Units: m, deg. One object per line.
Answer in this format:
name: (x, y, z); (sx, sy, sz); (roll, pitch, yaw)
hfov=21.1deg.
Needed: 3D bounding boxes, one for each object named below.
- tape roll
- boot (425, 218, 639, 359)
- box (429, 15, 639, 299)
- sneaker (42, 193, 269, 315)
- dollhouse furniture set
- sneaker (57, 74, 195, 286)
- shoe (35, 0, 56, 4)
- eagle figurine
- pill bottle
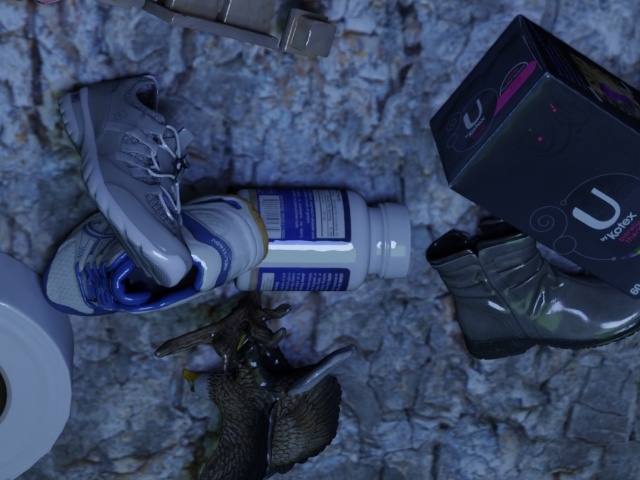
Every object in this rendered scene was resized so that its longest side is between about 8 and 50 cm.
tape roll: (-0.417, 0.144, 1.917); (0.286, 0.100, 0.286); (-3, 123, -5)
boot: (0.252, 0.043, 1.926); (0.246, 0.083, 0.161); (-13, 124, 15)
box: (0.276, -0.086, 1.824); (0.270, 0.143, 0.165); (29, 115, -22)
sneaker: (-0.201, 0.025, 1.796); (0.296, 0.131, 0.112); (-18, 101, 35)
dollhouse furniture set: (-0.123, -0.367, 1.652); (0.355, 0.174, 0.303); (10, 102, -45)
sneaker: (-0.175, -0.075, 1.704); (0.115, 0.281, 0.105); (-27, 141, -1)
shoe: (-0.305, -0.260, 1.688); (0.178, 0.063, 0.081); (-27, 116, 5)
eagle figurine: (-0.078, 0.207, 1.953); (0.226, 0.225, 0.298); (-10, 113, -12)
pill bottle: (0.000, 0.000, 1.865); (0.186, 0.112, 0.112); (1, 123, -7)
